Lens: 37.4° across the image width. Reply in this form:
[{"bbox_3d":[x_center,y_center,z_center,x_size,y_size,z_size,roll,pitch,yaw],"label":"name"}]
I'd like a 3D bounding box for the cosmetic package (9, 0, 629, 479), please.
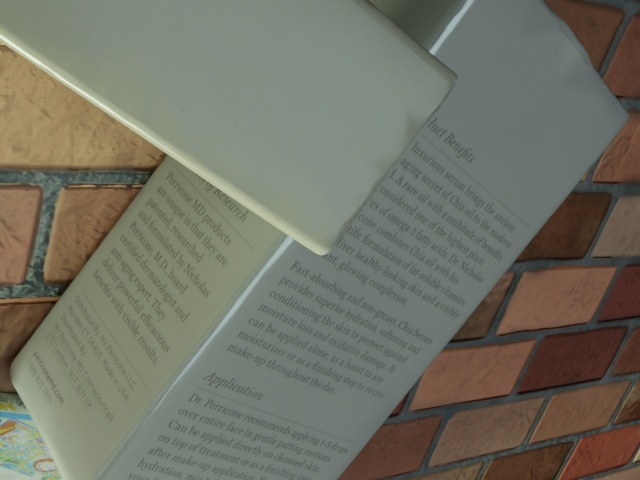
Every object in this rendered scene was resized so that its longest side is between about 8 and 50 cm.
[{"bbox_3d":[0.000,0.000,0.727,0.453,0.161,0.230,-51,137,6],"label":"cosmetic package"}]

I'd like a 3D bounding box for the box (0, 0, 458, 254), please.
[{"bbox_3d":[-0.096,-0.136,0.486,0.311,0.148,0.121,34,97,-26],"label":"box"}]

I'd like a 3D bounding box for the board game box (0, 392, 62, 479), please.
[{"bbox_3d":[-0.234,0.179,0.779,0.154,0.026,0.103,20,108,-45],"label":"board game box"}]
